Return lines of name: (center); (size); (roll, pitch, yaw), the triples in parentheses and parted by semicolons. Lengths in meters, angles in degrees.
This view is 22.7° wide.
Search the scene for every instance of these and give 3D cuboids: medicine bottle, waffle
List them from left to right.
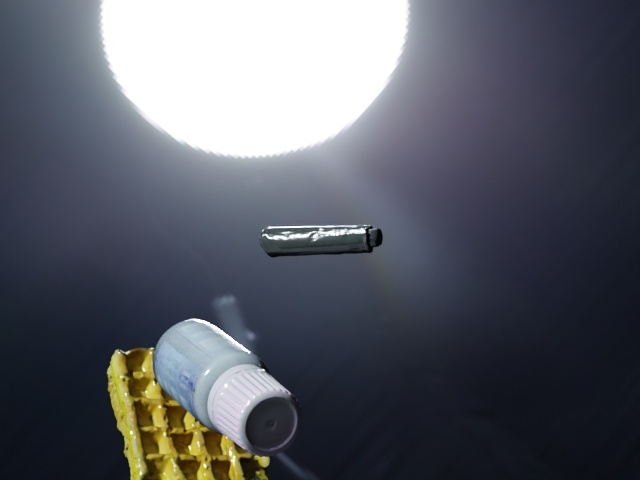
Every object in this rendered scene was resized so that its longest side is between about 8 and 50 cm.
waffle: (-0.138, 0.214, 1.752); (0.160, 0.055, 0.211); (2, 44, -25)
medicine bottle: (-0.089, 0.139, 1.499); (0.083, 0.083, 0.203); (40, -6, -28)

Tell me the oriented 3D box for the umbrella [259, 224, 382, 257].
umbrella: (0.001, 0.001, 1.643); (0.133, 0.031, 0.036); (-2, -5, 24)
